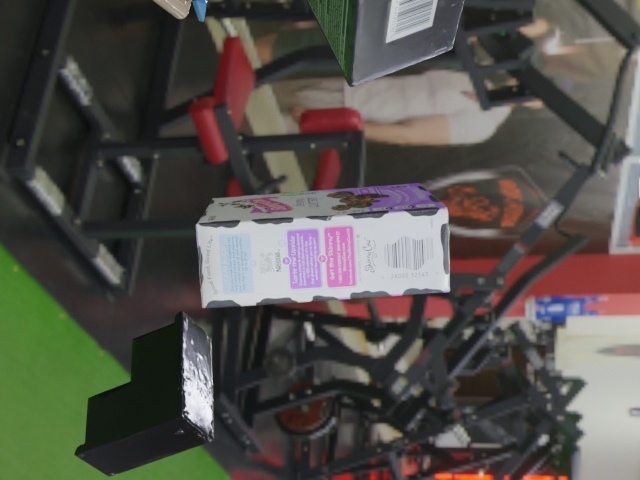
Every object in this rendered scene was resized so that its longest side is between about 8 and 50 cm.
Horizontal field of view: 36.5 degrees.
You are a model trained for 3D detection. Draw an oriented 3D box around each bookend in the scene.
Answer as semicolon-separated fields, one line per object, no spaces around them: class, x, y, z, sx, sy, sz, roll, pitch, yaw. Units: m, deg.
bookend;-0.220;0.194;1.224;0.072;0.157;0.156;51;23;-45

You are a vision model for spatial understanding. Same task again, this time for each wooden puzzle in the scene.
wooden puzzle;-0.120;-0.230;0.807;0.116;0.014;0.078;11;94;-64

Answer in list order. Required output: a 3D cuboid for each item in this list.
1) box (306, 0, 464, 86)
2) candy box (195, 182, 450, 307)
box;0.065;-0.429;1.335;0.296;0.183;0.294;95;-29;-68
candy box;0.000;0.000;0.823;0.165;0.196;0.070;-103;-171;-80
